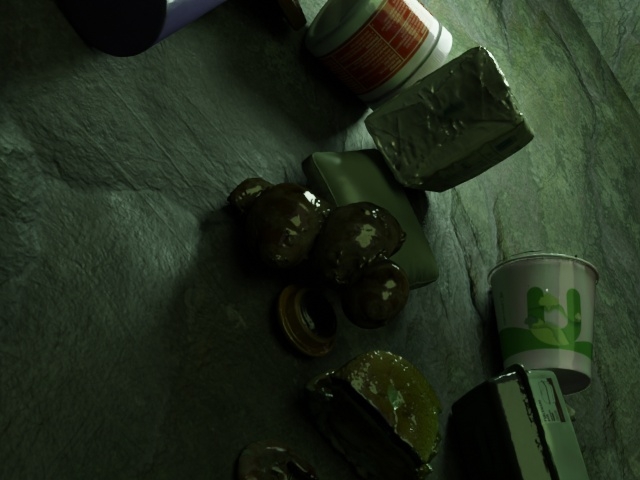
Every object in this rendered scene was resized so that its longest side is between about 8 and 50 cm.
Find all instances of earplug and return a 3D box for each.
[{"bbox_3d":[-0.273,-0.505,1.835,0.215,0.215,0.456,53,33,-7],"label":"earplug"}]

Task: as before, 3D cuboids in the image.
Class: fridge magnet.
[{"bbox_3d":[-0.021,0.143,1.765,0.143,0.063,0.143,32,41,-34],"label":"fridge magnet"}]

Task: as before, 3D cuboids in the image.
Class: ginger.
[{"bbox_3d":[0.000,0.000,1.759,0.375,0.176,0.256,28,39,5],"label":"ginger"}]

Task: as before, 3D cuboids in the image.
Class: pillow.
[{"bbox_3d":[0.104,-0.039,1.988,0.255,0.119,0.322,-13,76,-51],"label":"pillow"}]

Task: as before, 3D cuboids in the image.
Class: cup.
[{"bbox_3d":[0.505,0.198,2.197,0.253,0.253,0.274,26,56,-35],"label":"cup"}]

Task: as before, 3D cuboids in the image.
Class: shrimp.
[{"bbox_3d":[-0.031,0.413,1.577,0.251,0.052,0.144,42,37,-18],"label":"shrimp"}]

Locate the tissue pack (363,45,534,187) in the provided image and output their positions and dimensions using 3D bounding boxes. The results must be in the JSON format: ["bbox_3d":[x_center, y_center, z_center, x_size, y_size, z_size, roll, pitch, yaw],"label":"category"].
[{"bbox_3d":[0.290,-0.244,2.110,0.207,0.297,0.380,62,12,7],"label":"tissue pack"}]

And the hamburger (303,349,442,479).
[{"bbox_3d":[0.108,0.303,1.712,0.288,0.167,0.192,50,39,-10],"label":"hamburger"}]

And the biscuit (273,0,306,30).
[{"bbox_3d":[-0.112,-0.591,2.114,0.273,0.049,0.257,67,9,25],"label":"biscuit"}]

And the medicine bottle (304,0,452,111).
[{"bbox_3d":[0.127,-0.454,2.194,0.241,0.252,0.253,42,40,-22],"label":"medicine bottle"}]

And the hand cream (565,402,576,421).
[{"bbox_3d":[0.532,0.372,2.262,0.165,0.037,0.057,38,41,-16],"label":"hand cream"}]

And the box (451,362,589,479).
[{"bbox_3d":[0.388,0.406,1.920,0.166,0.220,0.291,-1,63,-25],"label":"box"}]
